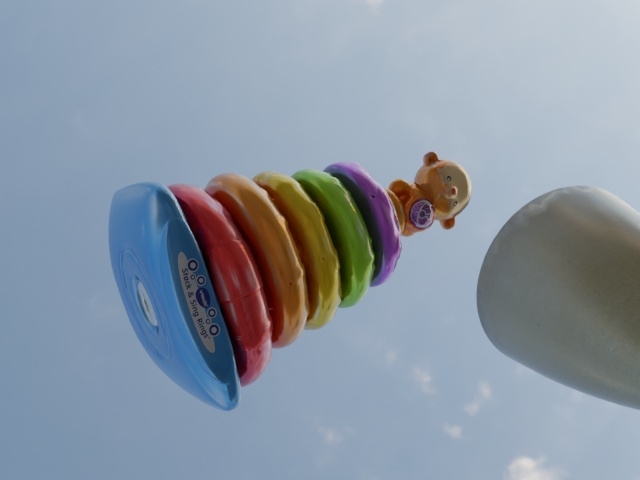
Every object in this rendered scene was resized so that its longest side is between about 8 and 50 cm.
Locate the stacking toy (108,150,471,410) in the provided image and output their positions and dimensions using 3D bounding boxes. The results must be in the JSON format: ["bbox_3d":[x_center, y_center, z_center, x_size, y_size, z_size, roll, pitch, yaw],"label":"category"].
[{"bbox_3d":[0.000,0.000,0.795,0.302,0.166,0.175,-20,-81,-23],"label":"stacking toy"}]

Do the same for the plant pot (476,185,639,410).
[{"bbox_3d":[0.368,0.092,1.207,0.257,0.274,0.256,-7,-69,-19],"label":"plant pot"}]
